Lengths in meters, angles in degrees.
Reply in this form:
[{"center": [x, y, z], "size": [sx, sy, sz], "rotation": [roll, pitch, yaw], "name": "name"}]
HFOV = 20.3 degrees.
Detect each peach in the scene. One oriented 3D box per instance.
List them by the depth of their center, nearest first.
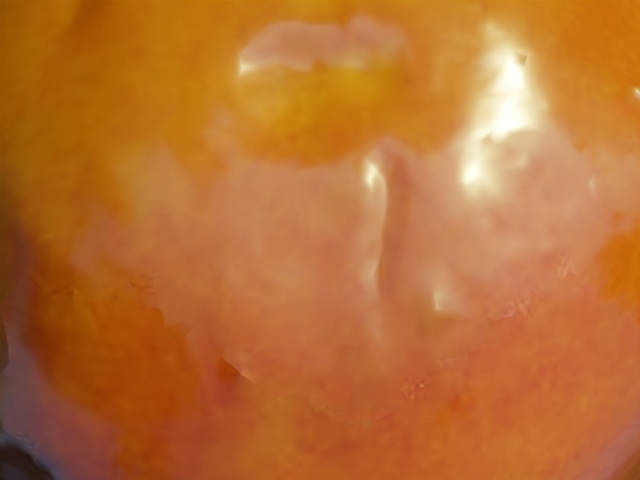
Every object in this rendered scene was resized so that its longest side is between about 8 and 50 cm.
[{"center": [0.000, 0.000, 0.663], "size": [0.343, 0.301, 0.343], "rotation": [-10, 170, -2], "name": "peach"}]
